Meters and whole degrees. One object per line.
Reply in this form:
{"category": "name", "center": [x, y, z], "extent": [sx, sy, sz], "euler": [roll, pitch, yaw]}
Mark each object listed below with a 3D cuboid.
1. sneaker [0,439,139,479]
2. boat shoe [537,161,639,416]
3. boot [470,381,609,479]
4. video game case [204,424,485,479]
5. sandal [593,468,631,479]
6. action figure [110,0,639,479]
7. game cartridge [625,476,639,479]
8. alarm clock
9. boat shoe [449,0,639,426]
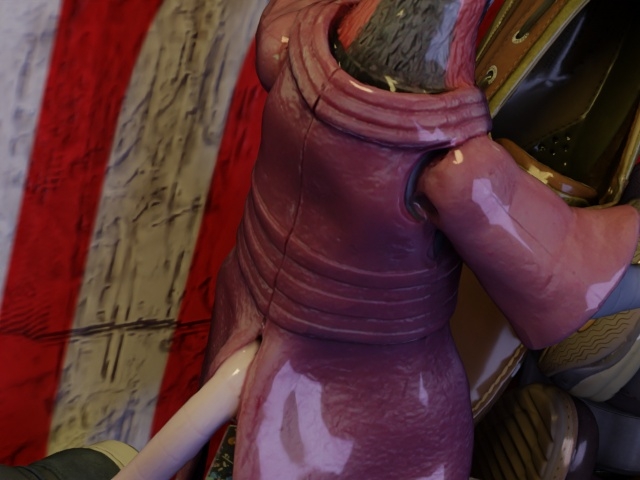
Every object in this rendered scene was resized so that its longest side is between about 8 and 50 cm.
{"category": "sneaker", "center": [-0.170, 0.205, 0.805], "extent": [0.163, 0.086, 0.226], "euler": [2, 105, -60]}
{"category": "boat shoe", "center": [0.204, 0.047, 0.987], "extent": [0.132, 0.130, 0.355], "euler": [-60, 175, 13]}
{"category": "boot", "center": [0.185, 0.164, 1.046], "extent": [0.207, 0.090, 0.248], "euler": [-1, 140, -15]}
{"category": "video game case", "center": [0.014, 0.211, 0.856], "extent": [0.042, 0.210, 0.232], "euler": [85, 21, -47]}
{"category": "sandal", "center": [0.273, 0.141, 1.265], "extent": [0.302, 0.086, 0.120], "euler": [12, 126, -44]}
{"category": "action figure", "center": [0.000, 0.000, 0.745], "extent": [0.275, 0.248, 0.370], "euler": [-23, 139, -35]}
{"category": "game cartridge", "center": [0.239, 0.272, 1.284], "extent": [0.285, 0.053, 0.323], "euler": [-39, 142, 10]}
{"category": "alarm clock", "center": [0.176, 0.100, 1.098], "extent": [0.192, 0.129, 0.064], "euler": [-7, 123, -34]}
{"category": "boat shoe", "center": [0.099, -0.030, 0.906], "extent": [0.110, 0.104, 0.307], "euler": [21, 92, -11]}
